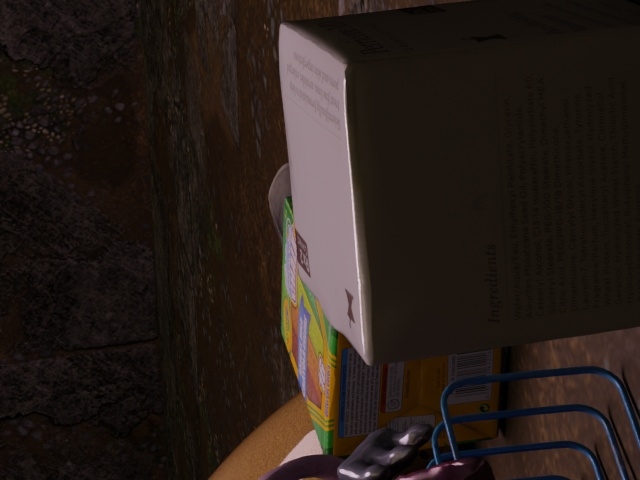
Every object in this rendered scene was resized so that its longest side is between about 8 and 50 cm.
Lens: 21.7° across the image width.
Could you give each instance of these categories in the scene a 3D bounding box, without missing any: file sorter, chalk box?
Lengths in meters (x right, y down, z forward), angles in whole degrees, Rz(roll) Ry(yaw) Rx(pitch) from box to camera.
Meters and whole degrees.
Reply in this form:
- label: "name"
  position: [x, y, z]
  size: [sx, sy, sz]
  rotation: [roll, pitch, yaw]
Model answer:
- label: "file sorter"
  position: [0.121, 0.165, 0.984]
  size: [0.170, 0.118, 0.104]
  rotation: [97, 165, -50]
- label: "chalk box"
  position: [0.044, 0.042, 1.241]
  size: [0.213, 0.132, 0.132]
  rotation: [-115, 21, -55]

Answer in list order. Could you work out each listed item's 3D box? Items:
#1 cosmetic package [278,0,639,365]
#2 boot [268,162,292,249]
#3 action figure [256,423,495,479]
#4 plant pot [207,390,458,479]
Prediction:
- label: "cosmetic package"
  position: [0.086, -0.039, 0.854]
  size: [0.151, 0.184, 0.151]
  rotation: [-133, 38, -70]
- label: "boot"
  position: [-0.002, -0.001, 1.627]
  size: [0.189, 0.076, 0.208]
  rotation: [99, 167, -47]
- label: "action figure"
  position: [0.090, 0.289, 0.785]
  size: [0.370, 0.248, 0.276]
  rotation: [55, 149, -11]
- label: "plant pot"
  position: [0.015, 0.221, 1.359]
  size: [0.254, 0.237, 0.237]
  rotation: [115, 149, -41]
